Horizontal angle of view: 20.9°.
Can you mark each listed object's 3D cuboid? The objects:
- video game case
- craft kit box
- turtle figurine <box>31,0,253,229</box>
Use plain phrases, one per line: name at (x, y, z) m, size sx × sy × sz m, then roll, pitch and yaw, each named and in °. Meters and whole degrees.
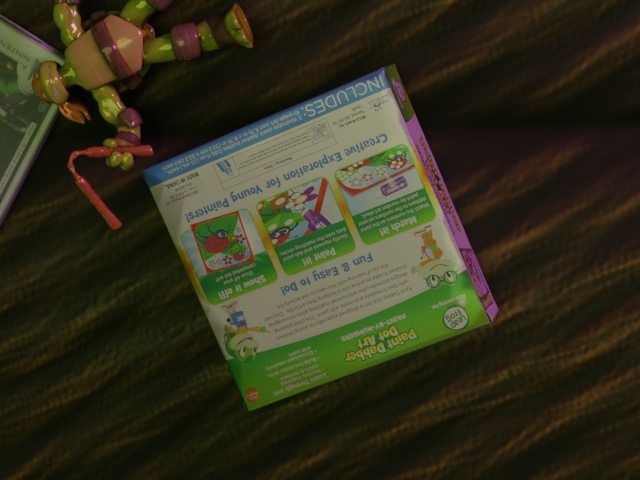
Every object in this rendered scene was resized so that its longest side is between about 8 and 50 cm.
video game case at (-0.339, -0.128, 1.641) m, size 0.173 × 0.022 × 0.190 m, roll 32°, pitch 108°, yaw 5°
craft kit box at (0.000, 0.000, 1.570) m, size 0.250 × 0.061 × 0.247 m, roll -21°, pitch 94°, yaw 17°
turtle figurine at (-0.172, -0.163, 1.559) m, size 0.217 × 0.087 × 0.269 m, roll -26°, pitch 86°, yaw 10°
